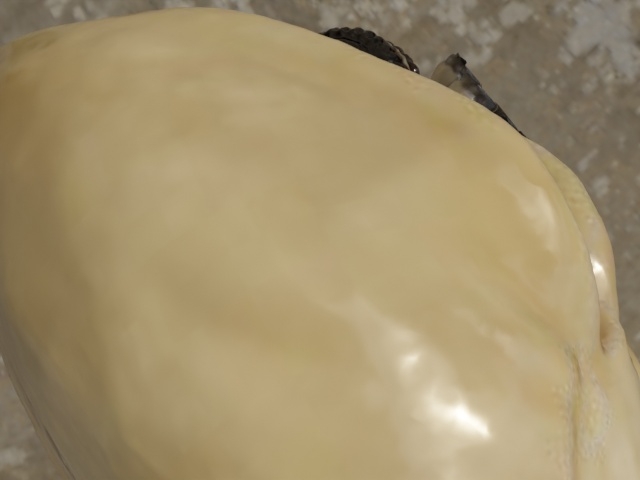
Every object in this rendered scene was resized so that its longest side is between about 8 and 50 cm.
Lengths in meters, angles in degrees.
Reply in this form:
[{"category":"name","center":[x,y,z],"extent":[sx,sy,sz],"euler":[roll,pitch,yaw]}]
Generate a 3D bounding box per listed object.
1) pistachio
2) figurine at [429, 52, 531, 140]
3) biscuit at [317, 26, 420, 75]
[{"category":"pistachio","center":[-0.011,0.038,0.500],"extent":[0.214,0.318,0.193],"euler":[-57,149,7]},{"category":"figurine","center":[0.008,0.000,1.253],"extent":[0.411,0.306,0.241],"euler":[-23,131,33]},{"category":"biscuit","center":[0.009,-0.048,0.613],"extent":[0.027,0.087,0.089],"euler":[21,89,-47]}]
